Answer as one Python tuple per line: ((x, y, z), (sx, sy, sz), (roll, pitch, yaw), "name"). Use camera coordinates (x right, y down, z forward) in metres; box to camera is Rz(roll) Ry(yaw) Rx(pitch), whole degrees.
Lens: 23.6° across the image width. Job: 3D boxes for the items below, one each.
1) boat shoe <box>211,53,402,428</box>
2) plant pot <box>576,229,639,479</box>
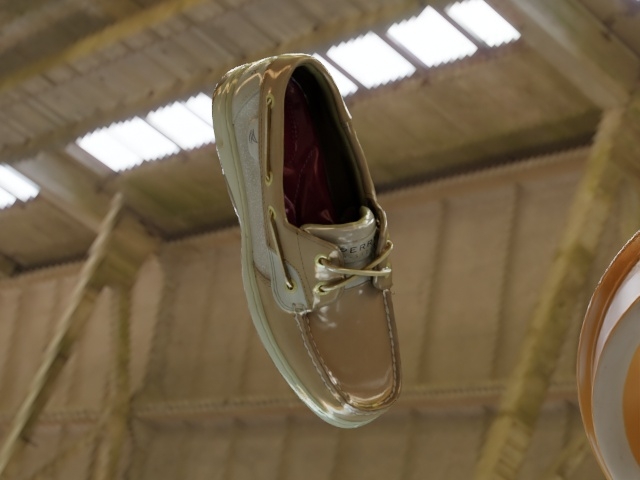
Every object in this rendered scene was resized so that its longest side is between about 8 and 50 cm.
((0.000, 0.000, 0.533), (0.050, 0.135, 0.045), (-22, -177, -33), "boat shoe")
((0.209, 0.069, 0.715), (0.205, 0.188, 0.205), (0, -90, 23), "plant pot")
